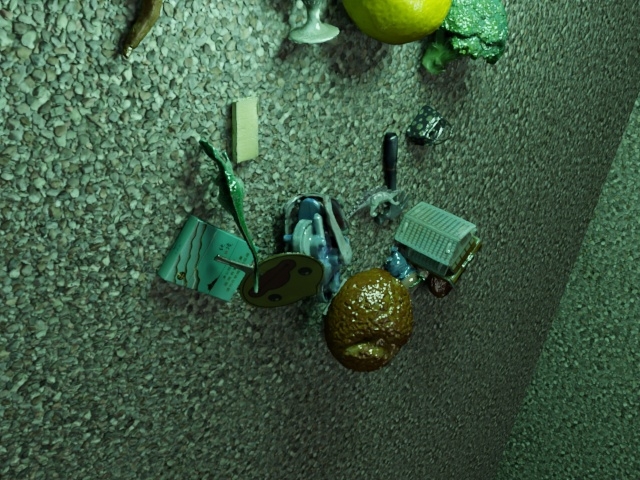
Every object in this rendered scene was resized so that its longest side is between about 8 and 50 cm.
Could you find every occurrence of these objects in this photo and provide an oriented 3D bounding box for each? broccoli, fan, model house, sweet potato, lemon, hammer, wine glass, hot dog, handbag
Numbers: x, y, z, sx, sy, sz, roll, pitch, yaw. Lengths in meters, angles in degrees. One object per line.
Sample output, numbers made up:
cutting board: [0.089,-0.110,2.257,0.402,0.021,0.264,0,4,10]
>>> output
broccoli: [0.391,-0.574,1.800,0.270,0.270,0.270,-10,152,-45]
fan: [-0.129,0.094,1.654,0.335,0.011,0.229,23,126,-37]
model house: [0.394,0.009,2.147,0.198,0.224,0.215,-53,142,-8]
sweet potato: [-0.323,-0.442,1.225,0.050,0.050,0.214,4,115,-49]
lemon: [0.182,-0.584,1.533,0.319,0.245,0.245,4,110,-53]
hammer: [0.219,-0.195,1.978,0.137,0.037,0.290,-30,132,-32]
wine glass: [-0.022,-0.560,1.421,0.126,0.126,0.241,-33,136,-30]
hot dog: [0.464,0.102,2.381,0.227,0.099,0.160,-57,141,-3]
handbag: [0.337,-0.332,1.944,0.115,0.139,0.072,-54,133,-7]

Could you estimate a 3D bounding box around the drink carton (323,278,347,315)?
drink carton: [0.123,0.228,2.086,0.134,0.102,0.222,-56,140,-2]

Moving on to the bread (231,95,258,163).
bread: [-0.175,-0.256,1.514,0.068,0.028,0.154,-22,127,-38]

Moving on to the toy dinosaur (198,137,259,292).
toy dinosaur: [-0.192,-0.074,1.536,0.076,0.129,0.383,-20,112,8]

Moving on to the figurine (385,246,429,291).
figurine: [0.275,0.111,2.153,0.114,0.144,0.178,-46,128,-23]

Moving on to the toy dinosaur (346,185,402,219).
toy dinosaur: [0.152,-0.114,1.933,0.209,0.039,0.082,-29,114,-16]

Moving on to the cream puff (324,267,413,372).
cream puff: [0.153,0.243,1.888,0.303,0.212,0.303,-28,135,-33]

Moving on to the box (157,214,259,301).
box: [-0.267,0.049,1.589,0.229,0.041,0.162,29,90,-52]

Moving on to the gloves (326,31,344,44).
gloves: [0.027,-0.492,1.591,0.081,0.037,0.044,-31,169,-39]

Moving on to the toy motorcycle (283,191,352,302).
toy motorcycle: [0.021,0.006,1.764,0.241,0.182,0.319,-45,145,-17]
